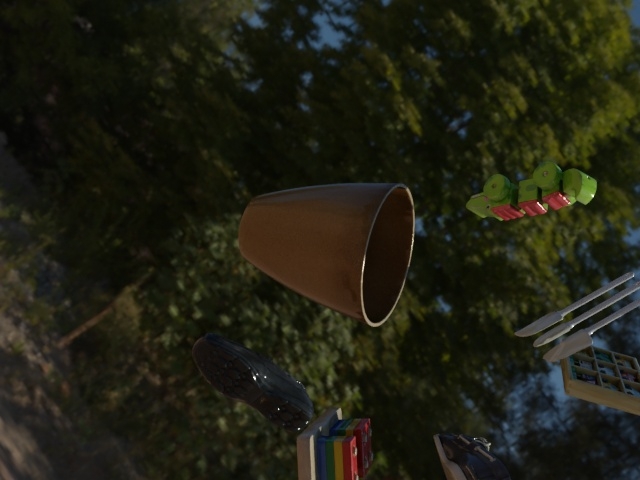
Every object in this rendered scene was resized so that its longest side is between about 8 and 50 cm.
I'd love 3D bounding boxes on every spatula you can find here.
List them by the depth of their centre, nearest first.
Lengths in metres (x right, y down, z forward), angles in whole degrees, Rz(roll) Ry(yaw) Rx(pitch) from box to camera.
[{"bbox_3d":[0.471,0.129,1.570,0.019,0.242,0.168,63,-3,-11],"label":"spatula"}]

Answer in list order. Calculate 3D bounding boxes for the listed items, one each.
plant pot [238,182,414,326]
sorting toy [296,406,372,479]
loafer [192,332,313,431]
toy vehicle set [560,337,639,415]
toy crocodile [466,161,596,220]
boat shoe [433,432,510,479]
[{"bbox_3d":[0.000,0.000,1.520,0.254,0.237,0.237,12,-30,22],"label":"plant pot"},{"bbox_3d":[0.038,0.449,1.613,0.257,0.089,0.255,-5,92,-77],"label":"sorting toy"},{"bbox_3d":[-0.101,0.206,1.364,0.223,0.076,0.078,39,22,-23],"label":"loafer"},{"bbox_3d":[0.595,0.284,1.909,0.166,0.035,0.267,15,15,8],"label":"toy vehicle set"},{"bbox_3d":[0.499,-0.103,2.157,0.340,0.105,0.115,-13,-34,42],"label":"toy crocodile"},{"bbox_3d":[0.183,0.273,1.096,0.206,0.065,0.075,-139,-152,-90],"label":"boat shoe"}]
